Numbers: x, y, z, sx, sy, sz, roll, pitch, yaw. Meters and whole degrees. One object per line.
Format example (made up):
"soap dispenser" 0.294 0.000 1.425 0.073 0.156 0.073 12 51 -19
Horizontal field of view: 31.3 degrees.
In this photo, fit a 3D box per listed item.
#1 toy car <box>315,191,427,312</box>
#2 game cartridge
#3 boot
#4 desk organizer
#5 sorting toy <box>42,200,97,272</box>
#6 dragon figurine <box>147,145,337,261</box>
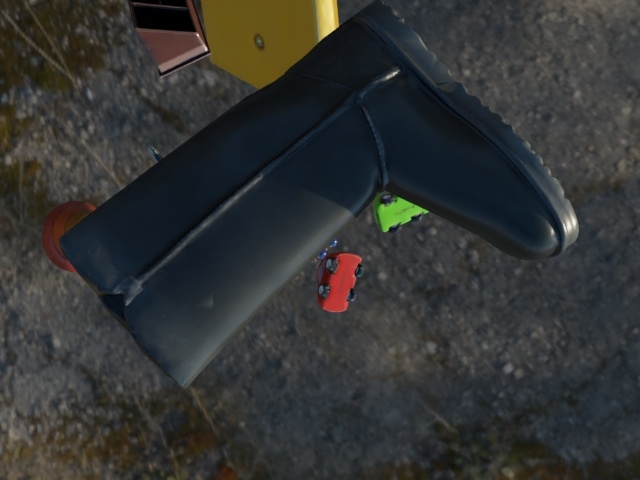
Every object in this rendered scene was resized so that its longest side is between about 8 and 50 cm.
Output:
"toy car" 0.067 -0.029 1.768 0.225 0.053 0.239 -25 119 -20
"game cartridge" -0.076 -0.352 1.583 0.053 0.285 0.323 -28 132 -30
"boot" -0.001 -0.001 1.229 0.445 0.367 0.146 -39 166 -16
"desk organizer" -0.133 -0.197 0.953 0.047 0.130 0.050 -25 133 4
"sorting toy" -0.270 0.018 1.899 0.366 0.126 0.127 17 74 -24
"dragon figurine" -0.103 -0.058 1.592 0.144 0.289 0.085 -44 165 10
